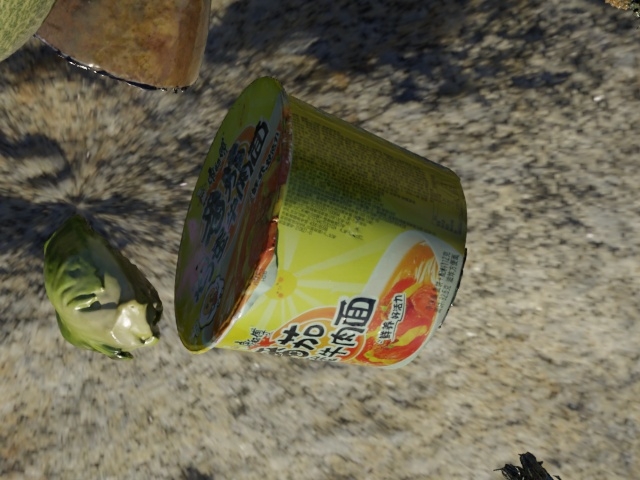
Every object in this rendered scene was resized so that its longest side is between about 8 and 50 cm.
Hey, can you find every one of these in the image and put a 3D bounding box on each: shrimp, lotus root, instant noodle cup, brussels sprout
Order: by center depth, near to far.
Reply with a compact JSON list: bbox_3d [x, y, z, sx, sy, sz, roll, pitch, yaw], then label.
[{"bbox_3d":[0.000,0.000,1.191,0.200,0.264,0.264,16,89,-22],"label":"instant noodle cup"},{"bbox_3d":[-0.210,0.047,1.202,0.101,0.181,0.139,-25,117,-5],"label":"brussels sprout"},{"bbox_3d":[0.281,0.339,1.561,0.082,0.076,0.174,-37,66,5],"label":"shrimp"},{"bbox_3d":[-0.245,-0.328,1.613,0.272,0.272,0.192,20,111,-11],"label":"lotus root"}]

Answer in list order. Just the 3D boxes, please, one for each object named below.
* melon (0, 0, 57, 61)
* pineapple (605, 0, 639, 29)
[{"bbox_3d":[-0.345,-0.280,1.145,0.249,0.329,0.248,20,53,-28],"label":"melon"},{"bbox_3d":[0.367,-0.270,1.445,0.058,0.058,0.124,-39,62,-8],"label":"pineapple"}]
